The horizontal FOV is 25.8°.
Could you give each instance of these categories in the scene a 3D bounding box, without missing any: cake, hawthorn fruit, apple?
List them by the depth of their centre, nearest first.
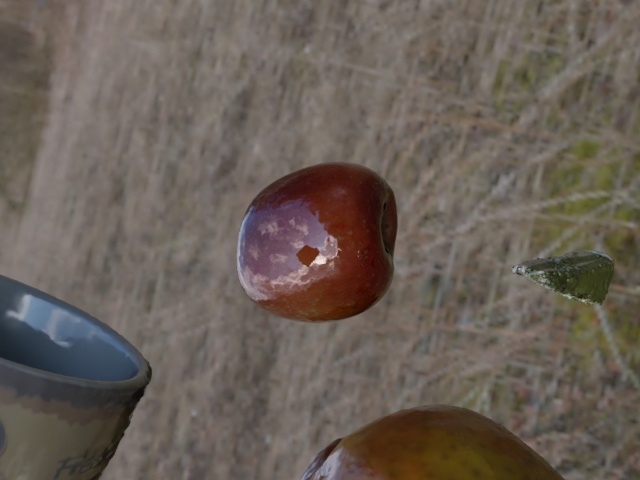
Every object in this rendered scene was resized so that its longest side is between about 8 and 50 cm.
[{"bbox_3d":[0.230,0.041,1.343,0.051,0.140,0.055,21,107,36],"label":"cake"},{"bbox_3d":[0.000,0.000,1.534,0.181,0.168,0.181,3,-90,-73],"label":"apple"},{"bbox_3d":[0.160,0.440,1.879,0.472,0.472,0.472,-167,90,-78],"label":"hawthorn fruit"}]

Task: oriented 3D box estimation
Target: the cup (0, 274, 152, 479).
[{"bbox_3d":[-0.272,0.155,1.021,0.301,0.227,0.257,-73,8,-82],"label":"cup"}]
